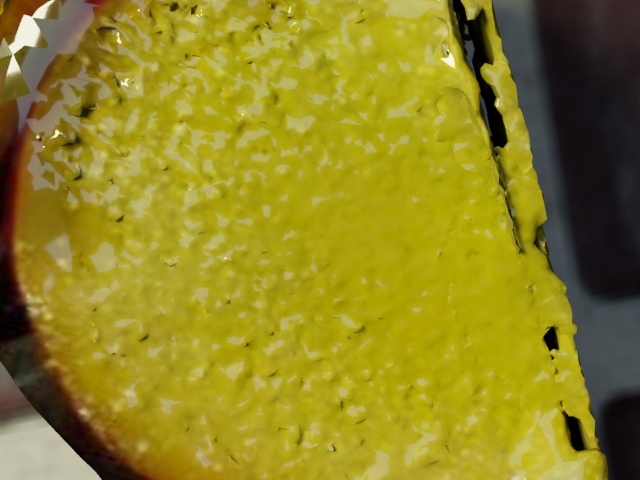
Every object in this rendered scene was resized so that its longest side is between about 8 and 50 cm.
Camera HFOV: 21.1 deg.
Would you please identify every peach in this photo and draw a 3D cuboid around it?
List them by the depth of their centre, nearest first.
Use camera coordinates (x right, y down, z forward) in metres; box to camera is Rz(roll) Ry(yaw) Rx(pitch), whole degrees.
[{"bbox_3d":[0.000,-0.003,0.357,0.127,0.092,0.172,-42,110,1],"label":"peach"}]
